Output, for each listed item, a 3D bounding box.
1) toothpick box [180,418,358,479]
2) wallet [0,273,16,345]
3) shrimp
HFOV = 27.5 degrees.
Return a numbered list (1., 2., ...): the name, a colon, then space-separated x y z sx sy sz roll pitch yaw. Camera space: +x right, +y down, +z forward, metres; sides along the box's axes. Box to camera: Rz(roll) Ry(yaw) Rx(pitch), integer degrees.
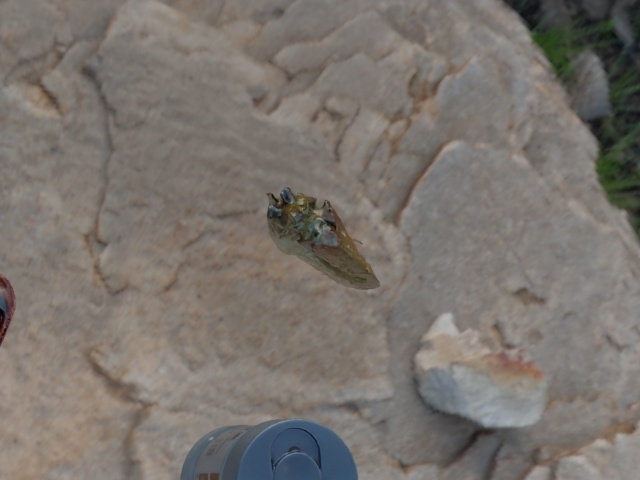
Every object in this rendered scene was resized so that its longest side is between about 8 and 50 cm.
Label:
1. toothpick box: -0.045 0.195 1.044 0.101 0.153 0.101 4 78 -22
2. wallet: -0.250 0.102 0.810 0.045 0.204 0.142 30 66 -16
3. shrimp: 0.001 -0.001 1.140 0.115 0.217 0.051 24 80 12
